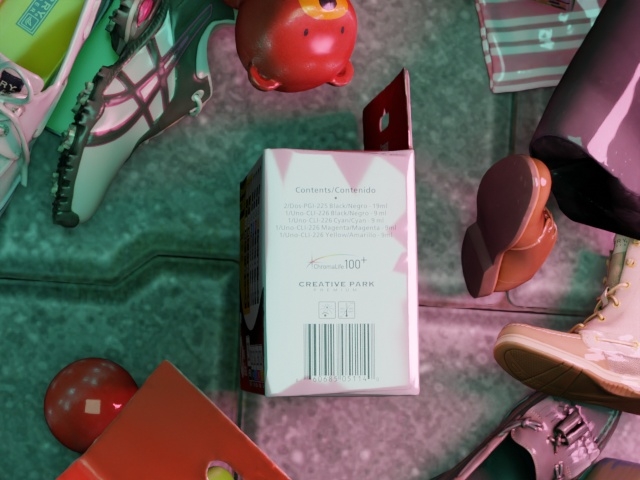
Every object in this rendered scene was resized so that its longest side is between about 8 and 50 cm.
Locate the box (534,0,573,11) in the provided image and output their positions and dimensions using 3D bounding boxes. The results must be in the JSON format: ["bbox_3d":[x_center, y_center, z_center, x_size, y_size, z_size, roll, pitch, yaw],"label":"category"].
[{"bbox_3d":[0.140,-0.265,1.837,0.207,0.114,0.036,17,92,7],"label":"box"}]

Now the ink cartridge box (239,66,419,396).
[{"bbox_3d":[0.000,0.000,1.729,0.130,0.309,0.272,0,86,-6],"label":"ink cartridge box"}]

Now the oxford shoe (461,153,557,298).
[{"bbox_3d":[0.185,-0.019,1.811,0.076,0.212,0.076,-8,65,-12],"label":"oxford shoe"}]

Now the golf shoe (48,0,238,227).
[{"bbox_3d":[-0.164,-0.128,1.819,0.120,0.105,0.273,24,85,-12],"label":"golf shoe"}]

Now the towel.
[{"bbox_3d":[0.219,-0.246,1.908,0.144,0.029,0.197,-9,88,-6],"label":"towel"}]

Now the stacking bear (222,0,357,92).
[{"bbox_3d":[-0.043,-0.274,1.789,0.175,0.164,0.289,-3,73,-36],"label":"stacking bear"}]

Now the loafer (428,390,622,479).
[{"bbox_3d":[0.181,0.220,1.849,0.267,0.084,0.096,-36,91,-7],"label":"loafer"}]

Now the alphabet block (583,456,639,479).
[{"bbox_3d":[0.287,0.335,1.803,0.193,0.192,0.197,42,84,-1],"label":"alphabet block"}]

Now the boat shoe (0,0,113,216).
[{"bbox_3d":[-0.289,-0.139,1.775,0.136,0.156,0.367,33,84,-3],"label":"boat shoe"}]

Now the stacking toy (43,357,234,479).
[{"bbox_3d":[-0.127,0.241,1.796,0.141,0.141,0.330,-42,88,-7],"label":"stacking toy"}]

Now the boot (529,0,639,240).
[{"bbox_3d":[0.305,-0.261,1.767,0.445,0.146,0.367,-57,136,-10],"label":"boot"}]

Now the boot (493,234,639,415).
[{"bbox_3d":[0.265,0.067,1.846,0.213,0.077,0.165,16,66,-17],"label":"boot"}]

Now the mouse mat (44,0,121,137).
[{"bbox_3d":[-0.236,-0.176,1.865,0.190,0.007,0.152,27,84,-5],"label":"mouse mat"}]

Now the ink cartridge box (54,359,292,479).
[{"bbox_3d":[-0.160,0.345,1.711,0.308,0.091,0.385,44,108,9],"label":"ink cartridge box"}]
